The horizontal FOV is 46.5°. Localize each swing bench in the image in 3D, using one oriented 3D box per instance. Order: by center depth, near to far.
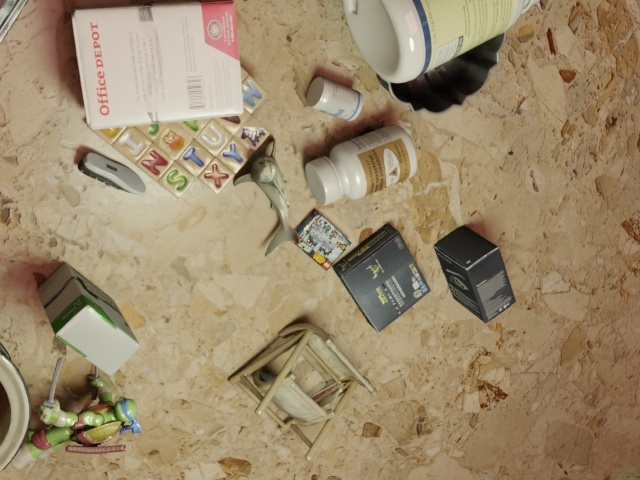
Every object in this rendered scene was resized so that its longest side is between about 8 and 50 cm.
[{"bbox_3d":[-0.037,0.361,1.851,0.255,0.165,0.253,-44,126,-9],"label":"swing bench"}]

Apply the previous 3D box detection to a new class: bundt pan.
[{"bbox_3d":[0.237,-0.447,1.615,0.331,0.124,0.330,-12,119,-22],"label":"bundt pan"}]

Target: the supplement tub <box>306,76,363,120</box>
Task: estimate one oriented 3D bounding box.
[{"bbox_3d":[0.031,-0.304,1.606,0.107,0.071,0.071,13,107,-32],"label":"supplement tub"}]

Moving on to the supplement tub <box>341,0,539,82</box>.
[{"bbox_3d":[0.228,-0.460,1.381,0.325,0.235,0.235,-29,124,-13],"label":"supplement tub"}]

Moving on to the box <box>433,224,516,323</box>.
[{"bbox_3d":[0.406,0.088,1.958,0.108,0.153,0.207,-33,126,-11],"label":"box"}]

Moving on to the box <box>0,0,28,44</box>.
[{"bbox_3d":[-0.479,-0.507,0.971,0.297,0.480,0.471,30,97,-34],"label":"box"}]

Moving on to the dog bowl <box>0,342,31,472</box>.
[{"bbox_3d":[-0.770,0.305,1.410,0.408,0.150,0.408,-9,115,-20],"label":"dog bowl"}]

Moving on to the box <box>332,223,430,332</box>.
[{"bbox_3d":[0.159,0.098,1.885,0.183,0.059,0.232,-37,126,-6],"label":"box"}]

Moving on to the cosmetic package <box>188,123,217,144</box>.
[{"bbox_3d":[-0.230,-0.186,1.539,0.060,0.041,0.115,-28,124,-12],"label":"cosmetic package"}]

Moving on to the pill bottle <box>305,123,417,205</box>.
[{"bbox_3d":[0.089,-0.165,1.670,0.229,0.131,0.131,-23,123,-17],"label":"pill bottle"}]

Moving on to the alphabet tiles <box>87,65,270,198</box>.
[{"bbox_3d":[-0.274,-0.258,1.460,0.342,0.011,0.285,41,91,-26],"label":"alphabet tiles"}]

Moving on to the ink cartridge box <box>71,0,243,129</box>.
[{"bbox_3d":[-0.295,-0.325,1.358,0.283,0.117,0.207,-9,110,-18],"label":"ink cartridge box"}]

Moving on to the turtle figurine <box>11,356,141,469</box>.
[{"bbox_3d":[-0.536,0.347,1.572,0.266,0.198,0.274,-31,116,7],"label":"turtle figurine"}]

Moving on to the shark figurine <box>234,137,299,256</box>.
[{"bbox_3d":[-0.126,-0.104,1.625,0.116,0.166,0.278,-10,140,4],"label":"shark figurine"}]

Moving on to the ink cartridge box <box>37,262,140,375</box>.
[{"bbox_3d":[-0.463,0.152,1.480,0.087,0.208,0.153,-45,127,-5],"label":"ink cartridge box"}]

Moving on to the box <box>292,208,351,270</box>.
[{"bbox_3d":[0.000,0.000,1.768,0.094,0.027,0.137,-48,127,2],"label":"box"}]

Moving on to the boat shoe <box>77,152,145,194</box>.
[{"bbox_3d":[-0.412,-0.127,1.473,0.040,0.049,0.142,-31,135,30],"label":"boat shoe"}]
